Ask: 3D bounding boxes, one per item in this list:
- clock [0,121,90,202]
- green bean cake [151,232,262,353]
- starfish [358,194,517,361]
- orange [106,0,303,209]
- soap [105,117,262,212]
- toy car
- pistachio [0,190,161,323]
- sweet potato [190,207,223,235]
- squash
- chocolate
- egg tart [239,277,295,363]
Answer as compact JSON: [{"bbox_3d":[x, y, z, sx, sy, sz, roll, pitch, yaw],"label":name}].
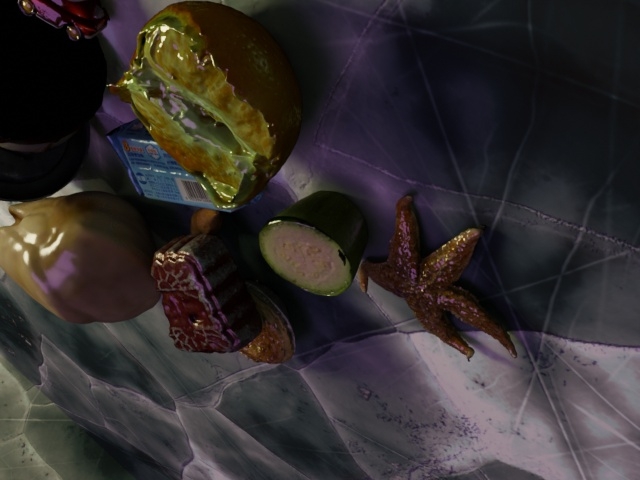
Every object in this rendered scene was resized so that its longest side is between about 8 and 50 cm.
[{"bbox_3d":[-0.572,-0.207,1.488,0.280,0.280,0.055,54,151,-17],"label":"clock"},{"bbox_3d":[-0.227,0.104,1.497,0.199,0.097,0.232,-2,117,43],"label":"green bean cake"},{"bbox_3d":[0.176,0.065,1.241,0.299,0.060,0.302,26,142,26],"label":"starfish"},{"bbox_3d":[-0.145,-0.195,1.149,0.262,0.196,0.334,51,144,12],"label":"orange"},{"bbox_3d":[-0.237,-0.135,1.409,0.293,0.077,0.156,12,135,35],"label":"soap"},{"bbox_3d":[-0.396,-0.398,1.263,0.139,0.112,0.112,35,131,-8],"label":"toy car"},{"bbox_3d":[-0.501,0.042,1.674,0.365,0.281,0.445,26,155,-13],"label":"pistachio"},{"bbox_3d":[-0.216,-0.034,1.504,0.065,0.051,0.218,62,161,6],"label":"sweet potato"},{"bbox_3d":[0.000,0.000,1.284,0.170,0.123,0.170,26,142,22],"label":"squash"},{"bbox_3d":[-0.522,-0.279,1.379,0.283,0.283,0.186,50,154,-13],"label":"chocolate"},{"bbox_3d":[-0.139,0.153,1.619,0.234,0.094,0.234,24,142,20],"label":"egg tart"}]
